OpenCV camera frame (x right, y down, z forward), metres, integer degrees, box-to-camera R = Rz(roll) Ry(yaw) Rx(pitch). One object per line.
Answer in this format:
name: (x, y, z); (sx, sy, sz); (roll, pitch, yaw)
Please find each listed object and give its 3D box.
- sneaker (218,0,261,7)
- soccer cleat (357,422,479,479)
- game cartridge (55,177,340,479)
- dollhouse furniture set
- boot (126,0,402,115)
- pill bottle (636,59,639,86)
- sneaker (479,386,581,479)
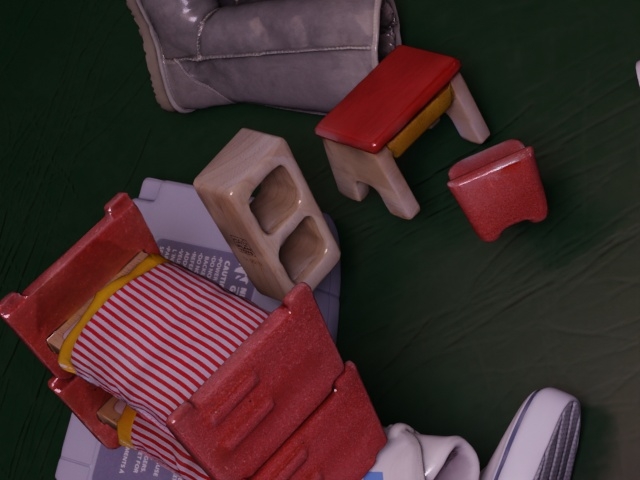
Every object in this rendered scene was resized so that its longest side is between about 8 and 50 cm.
sneaker: (-0.016, -0.250, 1.300); (0.089, 0.051, 0.170); (30, 102, 27)
soccer cleat: (0.024, 0.167, 1.081); (0.331, 0.116, 0.143); (35, 88, 41)
game cartridge: (-0.091, 0.108, 1.254); (0.196, 0.060, 0.294); (12, 84, 32)
dollhouse furniture set: (0.000, 0.000, 1.067); (0.201, 0.152, 0.374); (22, 60, 43)
boot: (-0.045, -0.177, 1.256); (0.209, 0.076, 0.189); (3, 122, 34)
pill bottle: (0.290, -0.117, 1.101); (0.137, 0.078, 0.078); (-21, 69, 21)
sneaker: (0.094, 0.211, 1.112); (0.091, 0.094, 0.258); (25, 90, 26)
